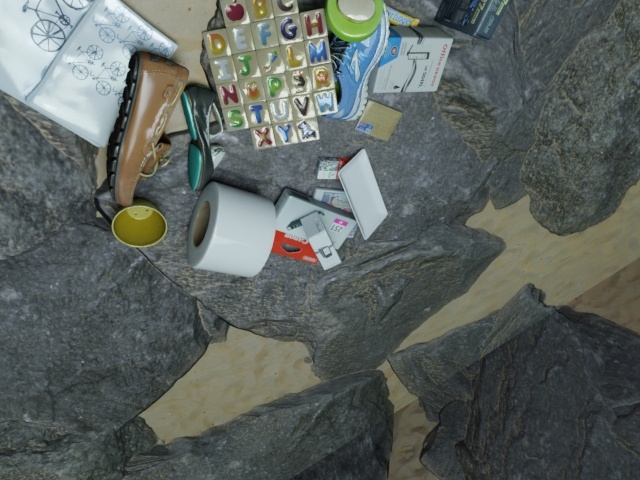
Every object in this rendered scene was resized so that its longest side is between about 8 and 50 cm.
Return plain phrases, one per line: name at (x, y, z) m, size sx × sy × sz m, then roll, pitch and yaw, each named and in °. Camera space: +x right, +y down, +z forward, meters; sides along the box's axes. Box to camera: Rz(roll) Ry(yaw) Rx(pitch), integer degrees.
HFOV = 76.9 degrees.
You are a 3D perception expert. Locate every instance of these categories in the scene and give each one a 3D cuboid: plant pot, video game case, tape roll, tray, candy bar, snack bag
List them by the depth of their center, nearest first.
snack bag at (-0.538, -0.404, 0.848) m, size 0.323 × 0.037 × 0.343 m, roll -44°, pitch 131°, yaw 14°
candy bar at (0.186, -0.581, 1.044) m, size 0.162 × 0.018 × 0.040 m, roll 7°, pitch 123°, yaw -30°
plant pot at (-0.495, -0.062, 1.105) m, size 0.134 × 0.095 × 0.134 m, roll -13°, pitch 130°, yaw -15°
tape roll at (-0.256, -0.028, 1.140) m, size 0.169 × 0.246 × 0.246 m, roll 14°, pitch 120°, yaw -33°
tray at (0.135, -0.147, 1.312) m, size 0.145 × 0.030 × 0.270 m, roll -46°, pitch 128°, yaw -27°
video game case at (0.050, -0.091, 1.377) m, size 0.202 × 0.023 × 0.183 m, roll 2°, pitch 126°, yaw -26°

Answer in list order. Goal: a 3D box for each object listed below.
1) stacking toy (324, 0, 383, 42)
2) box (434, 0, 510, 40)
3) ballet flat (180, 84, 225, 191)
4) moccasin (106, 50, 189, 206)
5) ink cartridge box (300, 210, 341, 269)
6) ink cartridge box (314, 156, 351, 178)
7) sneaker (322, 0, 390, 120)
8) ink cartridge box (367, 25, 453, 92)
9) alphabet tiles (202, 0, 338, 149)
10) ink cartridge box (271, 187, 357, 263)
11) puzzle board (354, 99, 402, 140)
stacking toy at (0.075, -0.594, 0.823) m, size 0.309 × 0.130 × 0.279 m, roll -43°, pitch 103°, yaw 3°
box at (0.398, -0.633, 0.985) m, size 0.059 × 0.183 × 0.232 m, roll 4°, pitch 124°, yaw -27°
ballet flat at (-0.296, -0.256, 1.044) m, size 0.096 × 0.095 × 0.280 m, roll -15°, pitch 133°, yaw -29°
moccasin at (-0.411, -0.244, 0.957) m, size 0.147 × 0.139 × 0.379 m, roll 8°, pitch 118°, yaw -39°
ink cartridge box at (0.000, 0.000, 1.260) m, size 0.063 × 0.109 × 0.150 m, roll -26°, pitch 132°, yaw 2°
ink cartridge box at (0.044, -0.225, 1.260) m, size 0.115 × 0.029 × 0.062 m, roll -3°, pitch 127°, yaw -22°
sneaker at (0.064, -0.451, 0.996) m, size 0.147 × 0.130 × 0.329 m, roll -21°, pitch 136°, yaw -38°
ink cartridge box at (0.232, -0.486, 1.086) m, size 0.203 × 0.085 × 0.148 m, roll -9°, pitch 137°, yaw -17°
alphabet tiles at (-0.113, -0.398, 0.961) m, size 0.285 × 0.011 × 0.342 m, roll -8°, pitch 114°, yaw 5°
ink cartridge box at (-0.052, -0.023, 1.334) m, size 0.275 × 0.060 × 0.238 m, roll 18°, pitch 117°, yaw -33°
puzzle board at (0.175, -0.362, 1.221) m, size 0.128 × 0.011 × 0.096 m, roll 10°, pitch 123°, yaw -30°
